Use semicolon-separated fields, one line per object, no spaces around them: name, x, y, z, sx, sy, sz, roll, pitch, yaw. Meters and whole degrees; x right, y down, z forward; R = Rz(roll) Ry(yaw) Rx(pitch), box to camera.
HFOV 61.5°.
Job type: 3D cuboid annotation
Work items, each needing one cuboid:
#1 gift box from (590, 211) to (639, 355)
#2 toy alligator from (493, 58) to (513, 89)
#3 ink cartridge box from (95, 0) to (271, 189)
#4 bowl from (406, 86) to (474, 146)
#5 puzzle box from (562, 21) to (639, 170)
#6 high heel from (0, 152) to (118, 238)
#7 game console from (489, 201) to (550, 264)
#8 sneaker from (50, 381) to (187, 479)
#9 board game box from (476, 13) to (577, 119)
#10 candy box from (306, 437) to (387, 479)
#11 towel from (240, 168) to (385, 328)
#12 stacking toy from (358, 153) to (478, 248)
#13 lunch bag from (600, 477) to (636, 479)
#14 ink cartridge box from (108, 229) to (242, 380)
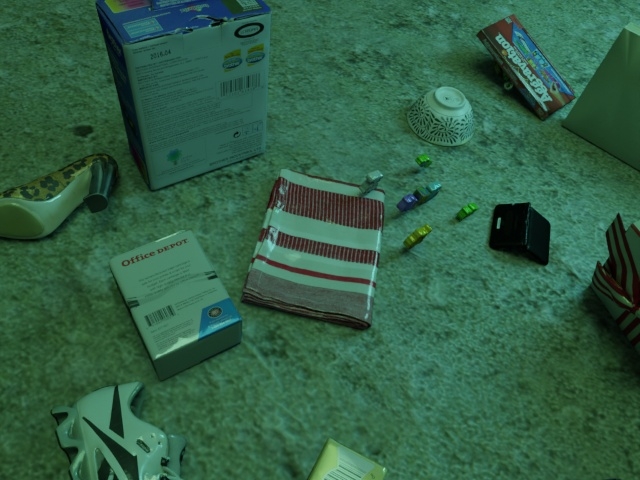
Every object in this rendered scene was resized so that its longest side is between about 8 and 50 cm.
gift box;0.639;0.067;0.918;0.257;0.276;0.255;-20;53;-4
toy alligator;0.505;-0.462;1.448;0.051;0.056;0.190;34;49;-40
ink cartridge box;-0.240;-0.314;1.003;0.269;0.396;0.151;-24;60;-24
bowl;0.297;-0.312;1.282;0.169;0.080;0.170;4;54;-5
puzzle box;0.796;-0.269;1.208;0.408;0.272;0.052;38;53;18
high heel;-0.515;-0.092;1.013;0.260;0.093;0.186;-12;37;-5
game console;0.418;-0.014;1.122;0.107;0.071;0.122;-2;47;28
sneaker;-0.231;0.327;0.701;0.146;0.123;0.331;-23;61;-21
board game box;0.540;-0.456;1.402;0.145;0.027;0.281;-33;84;-27
candy box;-0.034;0.415;0.627;0.087;0.183;0.317;25;54;11
towel;0.000;0.000;1.033;0.236;0.037;0.329;12;53;-1
stacking toy;0.205;-0.087;1.113;0.221;0.052;0.167;-24;67;-37
lunch bag;0.431;0.386;0.791;0.098;0.067;0.065;0;54;-10
ink cartridge box;-0.240;0.101;0.890;0.148;0.086;0.203;-23;59;-22
